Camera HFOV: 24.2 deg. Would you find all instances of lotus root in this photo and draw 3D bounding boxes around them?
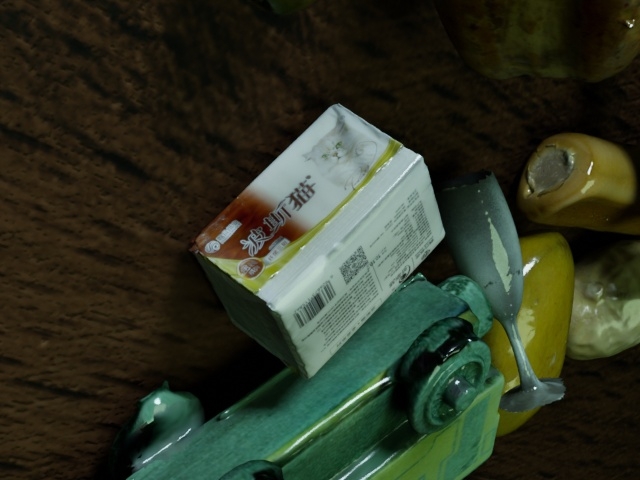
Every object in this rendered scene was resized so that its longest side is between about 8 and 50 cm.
[{"bbox_3d":[0.155,-0.243,0.951,0.193,0.193,0.291,-38,148,-25],"label":"lotus root"}]

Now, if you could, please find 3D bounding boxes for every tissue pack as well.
[{"bbox_3d":[0.000,0.000,1.040,0.148,0.099,0.106,-45,147,-16],"label":"tissue pack"}]

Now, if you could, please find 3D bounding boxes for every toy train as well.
[{"bbox_3d":[-0.015,0.169,1.138,0.369,0.150,0.237,-33,146,-28],"label":"toy train"}]

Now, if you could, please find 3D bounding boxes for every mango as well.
[{"bbox_3d":[0.166,0.080,1.326,0.137,0.098,0.195,13,100,-52],"label":"mango"}]

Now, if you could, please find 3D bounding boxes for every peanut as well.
[{"bbox_3d":[0.315,0.044,1.470,0.263,0.101,0.117,-18,173,-44],"label":"peanut"}]

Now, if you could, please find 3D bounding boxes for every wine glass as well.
[{"bbox_3d":[0.144,0.039,1.218,0.066,0.066,0.198,-29,106,-34],"label":"wine glass"}]

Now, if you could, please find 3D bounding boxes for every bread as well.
[{"bbox_3d":[0.260,-0.052,1.343,0.093,0.073,0.239,-27,161,33],"label":"bread"}]

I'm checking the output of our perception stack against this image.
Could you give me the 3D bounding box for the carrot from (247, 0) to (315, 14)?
[{"bbox_3d":[0.012,-0.223,0.883,0.193,0.087,0.087,-54,147,-6],"label":"carrot"}]
